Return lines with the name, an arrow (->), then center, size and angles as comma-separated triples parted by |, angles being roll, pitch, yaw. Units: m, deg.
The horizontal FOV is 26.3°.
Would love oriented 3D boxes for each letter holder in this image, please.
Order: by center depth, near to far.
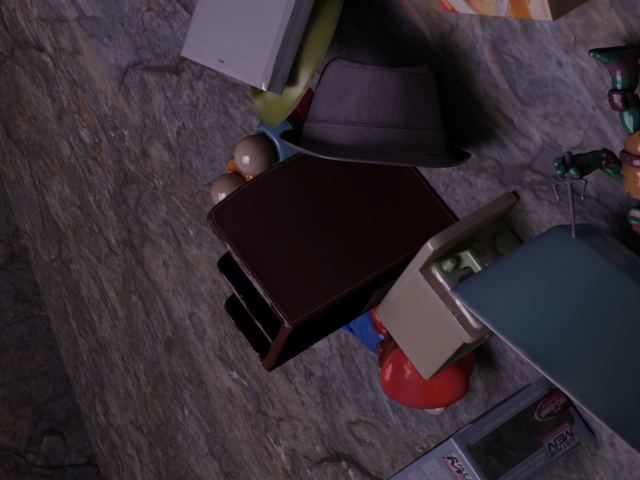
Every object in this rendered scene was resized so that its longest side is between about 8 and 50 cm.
letter holder -> 0.000, 0.000, 1.900 | 0.214, 0.302, 0.152 | 53, 153, 14

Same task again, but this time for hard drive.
hard drive -> -0.068, -0.357, 1.746 | 0.203, 0.040, 0.307 | 28, 102, 47

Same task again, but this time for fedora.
fedora -> 0.072, -0.165, 1.731 | 0.275, 0.244, 0.124 | -75, -11, -84

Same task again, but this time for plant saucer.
plant saucer -> -0.037, -0.267, 1.803 | 0.037, 0.241, 0.241 | 21, 161, -19

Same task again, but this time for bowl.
bowl -> 0.314, 0.097, 1.535 | 0.311, 0.163, 0.311 | 40, -178, -2

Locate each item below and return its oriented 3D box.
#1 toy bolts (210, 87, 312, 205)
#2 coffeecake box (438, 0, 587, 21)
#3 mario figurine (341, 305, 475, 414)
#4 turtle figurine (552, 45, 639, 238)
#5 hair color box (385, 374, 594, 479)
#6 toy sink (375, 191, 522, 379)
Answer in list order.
toy bolts -> -0.055, -0.091, 2.064 | 0.218, 0.158, 0.228 | 48, 152, 22
coffeecake box -> 0.196, -0.321, 1.493 | 0.185, 0.068, 0.142 | 19, 134, 54
mario figurine -> 0.134, 0.135, 2.059 | 0.198, 0.170, 0.320 | 34, -174, -40
turtle figurine -> 0.335, -0.083, 1.442 | 0.175, 0.118, 0.234 | 9, 110, 37
hair color box -> 0.218, 0.330, 1.990 | 0.113, 0.185, 0.374 | 56, 153, 9
toy sink -> 0.197, 0.065, 1.796 | 0.131, 0.153, 0.234 | 53, 152, 13
